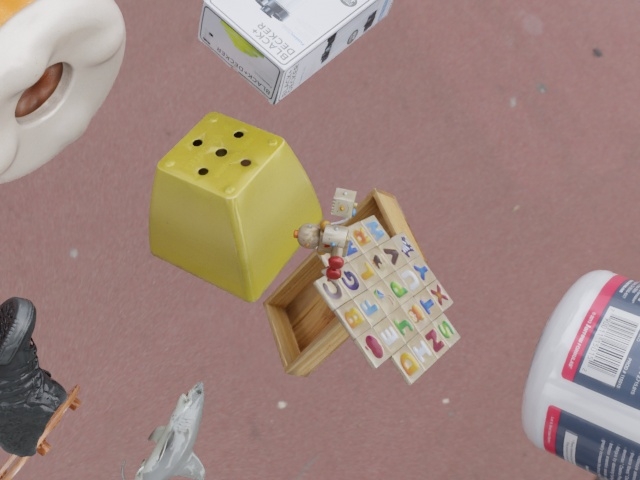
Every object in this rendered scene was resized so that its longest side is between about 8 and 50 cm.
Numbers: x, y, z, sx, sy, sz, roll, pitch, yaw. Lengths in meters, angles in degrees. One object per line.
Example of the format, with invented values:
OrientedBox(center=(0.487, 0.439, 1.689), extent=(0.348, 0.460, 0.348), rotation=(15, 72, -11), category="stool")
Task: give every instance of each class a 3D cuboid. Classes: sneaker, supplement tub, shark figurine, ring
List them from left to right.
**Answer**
OrientedBox(center=(-0.539, 0.400, 1.471), extent=(0.032, 0.336, 0.337), rotation=(42, 64, -10), category="ring")
OrientedBox(center=(-0.269, 0.126, 0.743), extent=(0.089, 0.170, 0.051), rotation=(17, 24, -38), category="sneaker")
OrientedBox(center=(-0.265, 0.402, 1.440), extent=(0.116, 0.278, 0.166), rotation=(31, 21, -14), category="shark figurine")
OrientedBox(center=(0.345, 0.155, 0.756), extent=(0.272, 0.191, 0.191), rotation=(22, 60, 30), category="supplement tub")

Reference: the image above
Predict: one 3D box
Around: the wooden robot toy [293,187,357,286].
OrientedBox(center=(0.000, 0.000, 1.115), extent=(0.079, 0.173, 0.076), rotation=(13, 51, 4), category="wooden robot toy")

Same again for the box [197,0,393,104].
OrientedBox(center=(-0.029, -0.359, 1.268), extent=(0.169, 0.087, 0.290), rotation=(43, 62, 8), category="box")

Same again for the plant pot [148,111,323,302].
OrientedBox(center=(-0.140, -0.070, 1.271), extent=(0.212, 0.187, 0.212), rotation=(24, 56, 22), category="plant pot")

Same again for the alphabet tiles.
OrientedBox(center=(0.123, 0.095, 1.451), extent=(0.285, 0.011, 0.342), rotation=(56, 33, 6), category="alphabet tiles")

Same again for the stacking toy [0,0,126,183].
OrientedBox(center=(-0.573, -0.345, 1.240), extent=(0.480, 0.351, 0.350), rotation=(38, 64, 6), category="stacking toy")

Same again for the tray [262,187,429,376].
OrientedBox(center=(0.044, 0.099, 1.799), extent=(0.076, 0.411, 0.203), rotation=(17, 38, -40), category="tray")
